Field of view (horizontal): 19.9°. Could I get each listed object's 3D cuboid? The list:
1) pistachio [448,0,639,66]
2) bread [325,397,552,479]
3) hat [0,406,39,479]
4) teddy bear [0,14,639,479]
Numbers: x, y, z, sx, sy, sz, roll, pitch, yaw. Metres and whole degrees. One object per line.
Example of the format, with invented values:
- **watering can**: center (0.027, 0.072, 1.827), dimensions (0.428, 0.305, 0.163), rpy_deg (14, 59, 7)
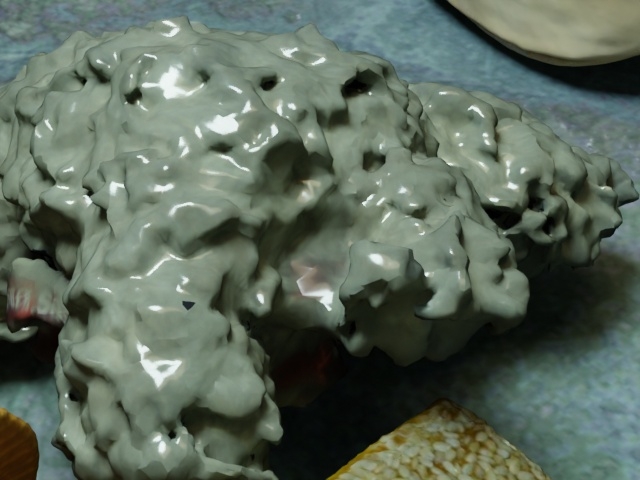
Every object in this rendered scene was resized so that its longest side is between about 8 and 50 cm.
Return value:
- **pistachio**: center (0.150, -0.236, 1.226), dimensions (0.318, 0.214, 0.193), rpy_deg (30, 6, 41)
- **bread**: center (0.037, 0.193, 0.777), dimensions (0.184, 0.110, 0.234), rpy_deg (39, 40, 19)
- **hat**: center (-0.157, 0.211, 0.722), dimensions (0.233, 0.244, 0.233), rpy_deg (-16, 59, -38)
- **teddy bear**: center (0.000, 0.000, 0.956), dimensions (0.367, 0.224, 0.357), rpy_deg (6, 10, -31)
